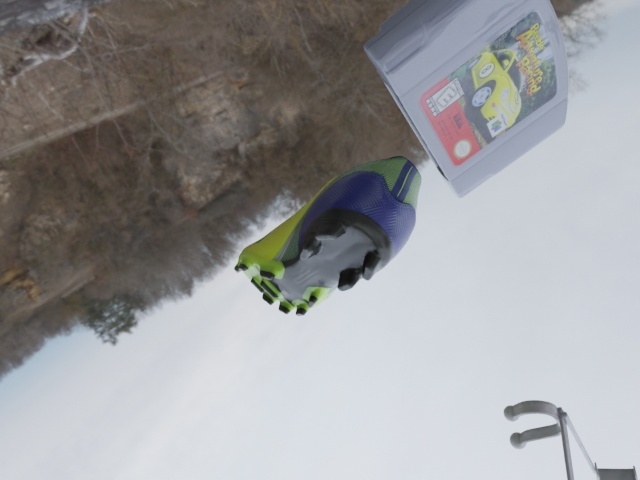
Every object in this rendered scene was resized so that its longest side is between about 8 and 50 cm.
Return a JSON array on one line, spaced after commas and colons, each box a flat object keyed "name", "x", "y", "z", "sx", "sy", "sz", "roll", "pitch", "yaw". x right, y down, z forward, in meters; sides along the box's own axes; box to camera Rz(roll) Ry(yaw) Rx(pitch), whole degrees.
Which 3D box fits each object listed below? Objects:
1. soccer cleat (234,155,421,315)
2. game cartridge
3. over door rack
[{"name": "soccer cleat", "x": 0.001, "y": 0.001, "z": 0.536, "sx": 0.121, "sy": 0.093, "sz": 0.289, "roll": -54, "pitch": -167, "yaw": -28}, {"name": "game cartridge", "x": 0.197, "y": -0.188, "z": 0.638, "sx": 0.196, "sy": 0.294, "sz": 0.060, "roll": -40, "pitch": -132, "yaw": 8}, {"name": "over door rack", "x": 0.306, "y": 0.360, "z": 0.629, "sx": 0.108, "sy": 0.324, "sz": 0.239, "roll": -21, "pitch": -135, "yaw": 36}]
